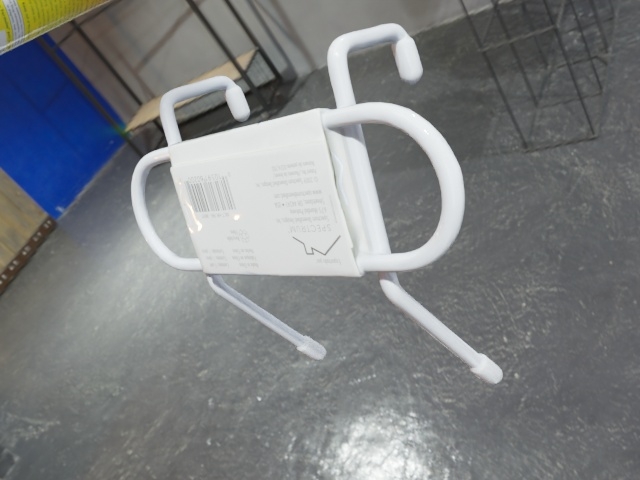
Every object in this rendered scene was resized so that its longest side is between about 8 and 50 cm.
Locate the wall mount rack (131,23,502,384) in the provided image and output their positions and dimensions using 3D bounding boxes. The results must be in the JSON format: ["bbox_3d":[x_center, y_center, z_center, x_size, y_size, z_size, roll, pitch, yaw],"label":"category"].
[{"bbox_3d":[0.000,0.000,0.543,0.350,0.304,0.130,-1,19,44],"label":"wall mount rack"}]

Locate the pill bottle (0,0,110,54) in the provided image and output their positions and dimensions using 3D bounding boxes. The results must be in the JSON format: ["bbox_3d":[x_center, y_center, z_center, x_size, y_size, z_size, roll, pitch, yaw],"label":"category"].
[{"bbox_3d":[-0.272,-0.264,0.618,0.117,0.117,0.215,6,39,47],"label":"pill bottle"}]
